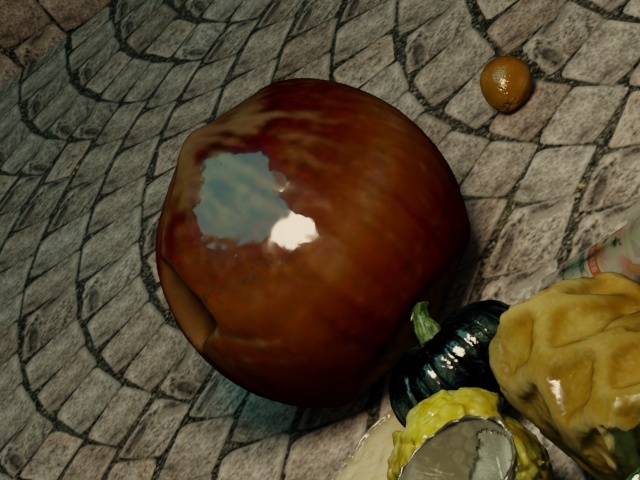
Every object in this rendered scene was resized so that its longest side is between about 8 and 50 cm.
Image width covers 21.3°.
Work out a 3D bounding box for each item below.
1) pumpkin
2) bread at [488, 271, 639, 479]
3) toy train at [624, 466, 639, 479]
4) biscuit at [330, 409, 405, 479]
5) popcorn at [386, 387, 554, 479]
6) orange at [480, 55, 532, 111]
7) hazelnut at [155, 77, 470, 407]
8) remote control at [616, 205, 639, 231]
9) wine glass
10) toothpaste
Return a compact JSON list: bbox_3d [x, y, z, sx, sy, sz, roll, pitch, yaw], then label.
[{"bbox_3d":[0.166,0.154,1.997,0.194,0.150,0.194,-157,90,-77],"label":"pumpkin"},{"bbox_3d":[0.321,0.151,1.738,0.196,0.238,0.252,-49,38,-8],"label":"bread"},{"bbox_3d":[0.327,0.295,1.538,0.272,0.159,0.188,-43,69,9],"label":"toy train"},{"bbox_3d":[0.067,0.310,2.043,0.188,0.040,0.265,-22,36,32],"label":"biscuit"},{"bbox_3d":[0.158,0.263,1.858,0.212,0.198,0.198,-45,20,49],"label":"popcorn"},{"bbox_3d":[0.266,-0.224,2.438,0.085,0.085,0.085,-32,32,22],"label":"orange"},{"bbox_3d":[0.000,0.000,2.217,0.402,0.402,0.429,-5,42,49],"label":"hazelnut"},{"bbox_3d":[0.421,-0.001,1.980,0.073,0.044,0.229,-54,30,-7],"label":"remote control"},{"bbox_3d":[0.194,0.298,1.696,0.156,0.232,0.156,-31,31,21],"label":"wine glass"},{"bbox_3d":[0.377,0.006,1.950,0.323,0.066,0.100,-35,40,40],"label":"toothpaste"}]
